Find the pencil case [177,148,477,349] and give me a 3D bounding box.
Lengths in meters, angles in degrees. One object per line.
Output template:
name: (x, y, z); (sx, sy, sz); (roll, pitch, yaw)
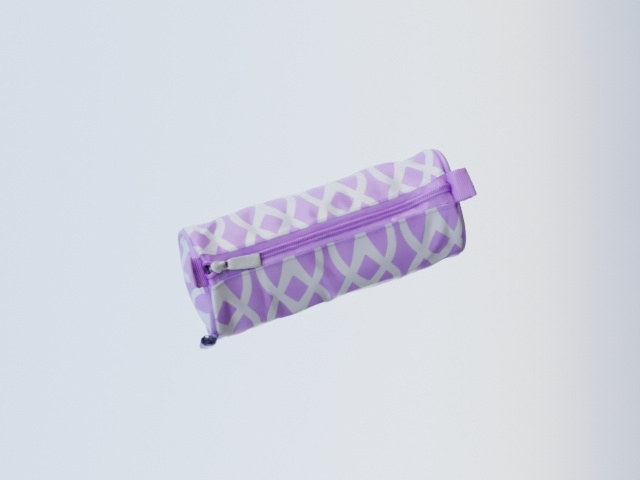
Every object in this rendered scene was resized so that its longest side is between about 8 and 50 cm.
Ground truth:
pencil case: (0.000, 0.000, 0.965); (0.088, 0.206, 0.086); (100, 148, -68)
